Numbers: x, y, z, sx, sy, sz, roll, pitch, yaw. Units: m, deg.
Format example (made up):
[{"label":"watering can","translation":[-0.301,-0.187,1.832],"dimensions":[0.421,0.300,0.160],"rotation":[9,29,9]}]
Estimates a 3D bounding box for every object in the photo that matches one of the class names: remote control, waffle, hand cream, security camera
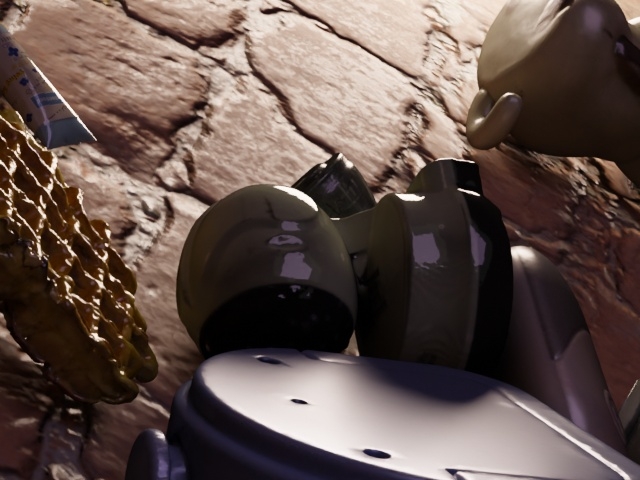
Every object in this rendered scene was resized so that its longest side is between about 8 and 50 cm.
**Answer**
[{"label":"remote control","translation":[0.208,0.153,1.694],"dimensions":[0.104,0.221,0.332],"rotation":[-13,47,0]},{"label":"waffle","translation":[-0.238,-0.003,1.534],"dimensions":[0.309,0.065,0.283],"rotation":[61,12,19]},{"label":"hand cream","translation":[-0.285,-0.150,1.811],"dimensions":[0.065,0.043,0.170],"rotation":[-18,62,-50]},{"label":"security camera","translation":[0.012,0.040,1.672],"dimensions":[0.277,0.197,0.191],"rotation":[5,52,-14]}]

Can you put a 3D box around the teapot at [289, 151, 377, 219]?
[{"label":"teapot","translation":[0.008,-0.007,1.816],"dimensions":[0.108,0.111,0.149],"rotation":[45,26,-6]}]

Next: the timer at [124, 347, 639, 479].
[{"label":"timer","translation":[0.037,0.206,1.416],"dimensions":[0.395,0.173,0.395],"rotation":[12,10,-2]}]

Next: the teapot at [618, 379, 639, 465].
[{"label":"teapot","translation":[0.381,0.236,1.771],"dimensions":[0.251,0.183,0.183],"rotation":[28,31,15]}]

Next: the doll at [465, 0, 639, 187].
[{"label":"doll","translation":[0.350,-0.180,2.245],"dimensions":[0.370,0.226,0.215],"rotation":[13,-1,-22]}]
